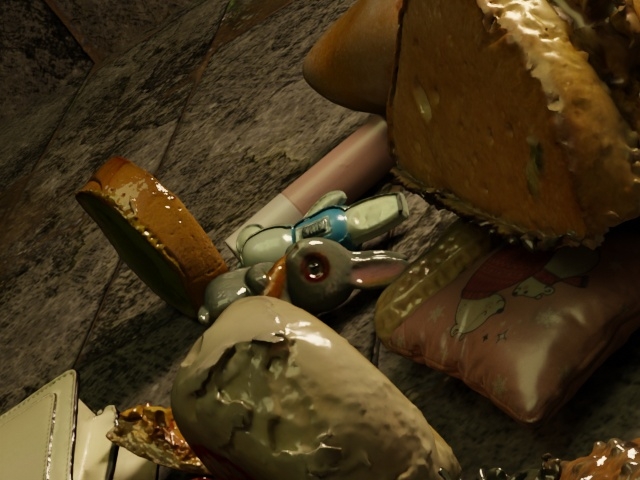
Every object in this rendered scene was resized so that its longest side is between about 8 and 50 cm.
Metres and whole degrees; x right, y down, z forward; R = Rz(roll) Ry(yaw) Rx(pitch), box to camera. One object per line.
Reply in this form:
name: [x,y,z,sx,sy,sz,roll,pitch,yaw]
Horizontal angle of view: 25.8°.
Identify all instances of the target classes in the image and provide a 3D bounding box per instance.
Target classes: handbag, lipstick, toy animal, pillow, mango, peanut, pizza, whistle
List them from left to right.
handbag: [-0.344,0.327,1.440,0.358,0.160,0.237,-31,29,18]
pizza: [-0.140,0.193,1.428,0.161,0.062,0.182,-1,11,-19]
toy animal: [-0.027,0.047,1.563,0.236,0.108,0.138,-35,22,6]
lipstick: [-0.004,-0.054,1.772,0.254,0.070,0.070,-40,22,-5]
whistle: [0.000,0.000,1.665,0.235,0.077,0.114,-22,56,22]
mango: [0.131,-0.258,1.793,0.384,0.199,0.221,-17,31,43]
peanut: [0.129,0.041,1.378,0.194,0.083,0.093,-42,-13,-22]
pillow: [0.195,0.058,1.236,0.223,0.084,0.236,-39,26,-14]

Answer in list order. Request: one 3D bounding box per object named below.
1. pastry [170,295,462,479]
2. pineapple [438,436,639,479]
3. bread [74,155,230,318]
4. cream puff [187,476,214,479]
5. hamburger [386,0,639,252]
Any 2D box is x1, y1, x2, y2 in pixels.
pastry: [-0.007,0.160,1.110,0.133,0.265,0.265,-47,24,-20]
pineapple: [0.169,0.201,0.931,0.169,0.169,0.340,-50,18,-27]
bread: [-0.212,-0.003,1.776,0.070,0.236,0.236,-43,23,-17]
cream puff: [-0.126,0.290,1.275,0.149,0.084,0.149,-33,25,18]
hamburger: [0.225,-0.168,1.305,0.268,0.287,0.445,-13,17,-14]
